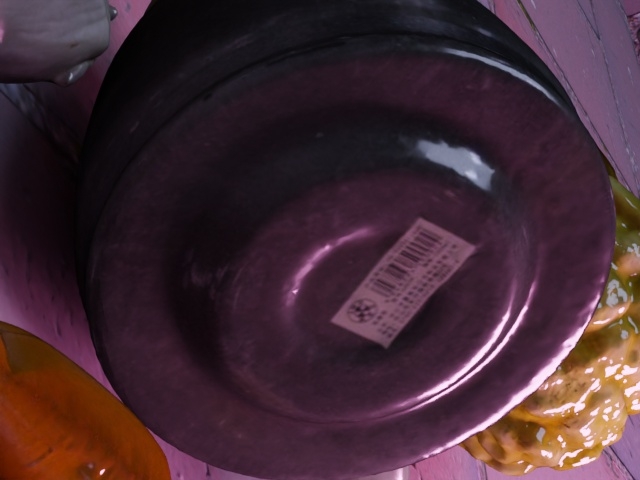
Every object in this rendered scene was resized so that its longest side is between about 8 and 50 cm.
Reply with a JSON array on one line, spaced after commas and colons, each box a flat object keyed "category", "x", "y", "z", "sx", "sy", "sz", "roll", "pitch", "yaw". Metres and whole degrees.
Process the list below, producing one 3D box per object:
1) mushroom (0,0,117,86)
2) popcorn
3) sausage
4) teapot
[{"category": "mushroom", "x": -0.160, "y": -0.111, "z": 0.706, "sx": 0.278, "sy": 0.096, "sz": 0.099, "roll": 4, "pitch": 66, "yaw": -67}, {"category": "popcorn", "x": 0.149, "y": 0.031, "z": 1.245, "sx": 0.251, "sy": 0.206, "sz": 0.237, "roll": -43, "pitch": 153, "yaw": -37}, {"category": "sausage", "x": -0.113, "y": 0.067, "z": 0.716, "sx": 0.062, "sy": 0.054, "sz": 0.183, "roll": 41, "pitch": -6, "yaw": 46}, {"category": "teapot", "x": 0.017, "y": -0.015, "z": 0.911, "sx": 0.321, "sy": 0.239, "sz": 0.239, "roll": 50, "pitch": 12, "yaw": -35}]
